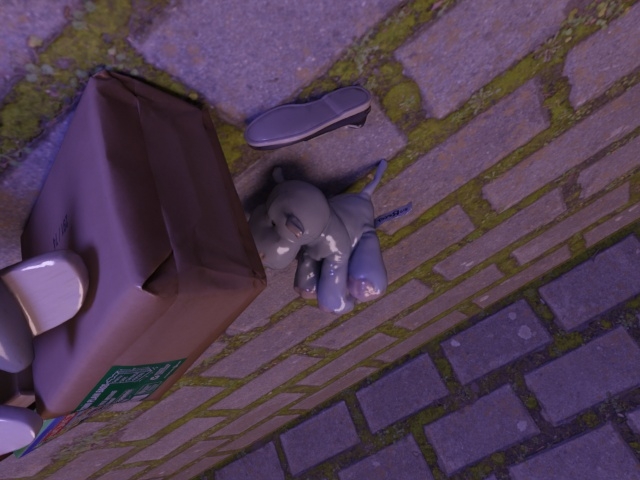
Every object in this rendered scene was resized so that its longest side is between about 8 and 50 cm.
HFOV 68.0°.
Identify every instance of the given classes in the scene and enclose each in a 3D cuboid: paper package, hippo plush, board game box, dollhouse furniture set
[{"bbox_3d":[-0.250,0.021,0.615,0.168,0.310,0.325,8,139,-44],"label":"paper package"},{"bbox_3d":[0.000,0.000,0.850,0.294,0.235,0.236,-40,148,25],"label":"hippo plush"},{"bbox_3d":[-0.447,0.298,0.936,0.317,0.046,0.213,-42,169,30],"label":"board game box"},{"bbox_3d":[-0.516,0.258,0.943,0.212,0.161,0.242,-35,149,16],"label":"dollhouse furniture set"}]

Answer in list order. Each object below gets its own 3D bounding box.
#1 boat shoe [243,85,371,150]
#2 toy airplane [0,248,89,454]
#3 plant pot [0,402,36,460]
[{"bbox_3d":[-0.015,-0.171,0.726,0.205,0.075,0.065,-23,148,-13],"label":"boat shoe"},{"bbox_3d":[-0.467,0.115,0.459,0.272,0.384,0.387,-60,175,-87],"label":"toy airplane"},{"bbox_3d":[-0.697,0.378,0.987,0.215,0.216,0.230,-29,165,6],"label":"plant pot"}]
